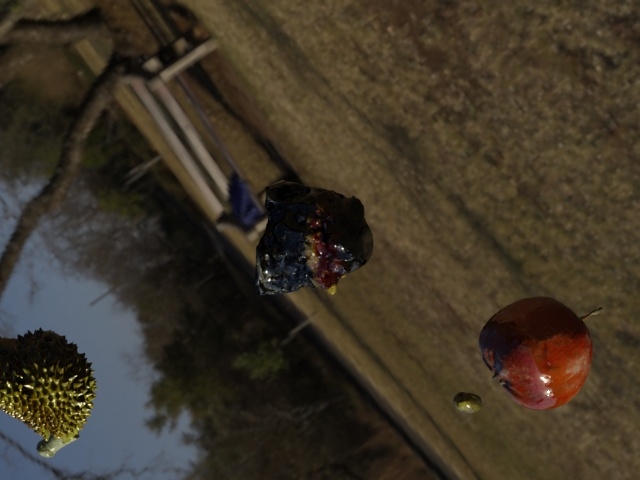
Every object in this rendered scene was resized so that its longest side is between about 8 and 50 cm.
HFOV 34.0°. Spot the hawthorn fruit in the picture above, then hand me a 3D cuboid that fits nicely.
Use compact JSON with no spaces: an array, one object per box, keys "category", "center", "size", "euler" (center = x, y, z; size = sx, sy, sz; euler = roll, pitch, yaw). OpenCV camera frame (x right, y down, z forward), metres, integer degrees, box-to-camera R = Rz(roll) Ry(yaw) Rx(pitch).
[{"category":"hawthorn fruit","center":[0.471,0.210,2.164],"size":[0.242,0.272,0.242],"euler":[54,178,2]}]

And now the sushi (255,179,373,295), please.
[{"category":"sushi","center":[0.000,0.000,1.639],"size":[0.153,0.151,0.172],"euler":[-30,-54,-62]}]

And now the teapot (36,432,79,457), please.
[{"category":"teapot","center":[-0.545,0.412,2.169],"size":[0.057,0.083,0.067],"euler":[51,-177,21]}]

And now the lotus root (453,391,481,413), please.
[{"category":"lotus root","center":[0.357,0.391,2.514],"size":[0.054,0.049,0.099],"euler":[0,170,38]}]

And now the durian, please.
[{"category":"durian","center":[-0.469,0.211,1.725],"size":[0.237,0.137,0.193],"euler":[33,-163,-15]}]
